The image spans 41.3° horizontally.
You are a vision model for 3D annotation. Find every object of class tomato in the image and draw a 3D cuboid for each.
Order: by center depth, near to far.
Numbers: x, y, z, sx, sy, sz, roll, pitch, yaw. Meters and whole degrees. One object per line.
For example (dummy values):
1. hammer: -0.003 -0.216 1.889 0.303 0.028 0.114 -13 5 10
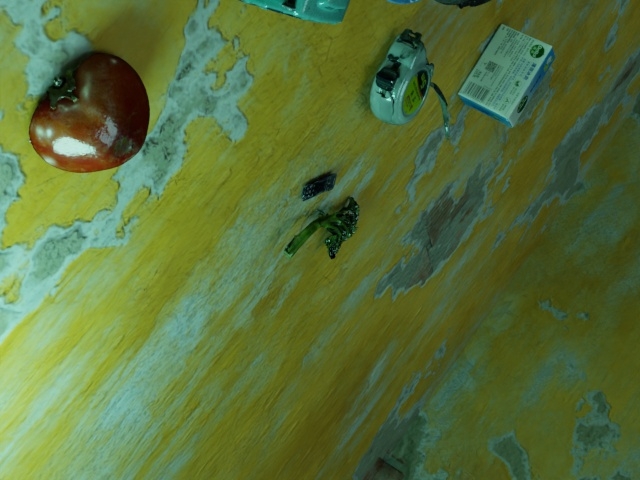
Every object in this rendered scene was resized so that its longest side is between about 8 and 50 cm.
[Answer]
1. tomato: -0.262 -0.144 1.032 0.159 0.091 0.139 -53 156 -14

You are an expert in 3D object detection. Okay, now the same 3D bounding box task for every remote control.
1. remote control: -0.004 -0.105 1.639 0.096 0.014 0.039 -27 142 -45

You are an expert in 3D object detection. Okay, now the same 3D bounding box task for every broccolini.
1. broccolini: -0.004 0.001 1.706 0.271 0.062 0.123 -30 129 -54

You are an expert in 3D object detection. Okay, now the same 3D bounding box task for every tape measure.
1. tape measure: 0.179 -0.269 1.696 0.164 0.084 0.330 -51 153 -8

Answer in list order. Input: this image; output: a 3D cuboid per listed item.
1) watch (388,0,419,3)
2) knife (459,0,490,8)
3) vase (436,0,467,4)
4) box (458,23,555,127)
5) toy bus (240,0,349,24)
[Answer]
1. watch: 0.152 -0.484 1.281 0.274 0.241 0.305 -37 151 -5
2. knife: 0.332 -0.505 1.794 0.170 0.010 0.023 -29 142 -49
3. vase: 0.251 -0.510 1.538 0.120 0.120 0.183 85 29 -53
4. box: 0.430 -0.381 1.964 0.194 0.139 0.073 -58 155 2
5. toy bus: -0.004 -0.416 1.125 0.128 0.147 0.256 -12 129 -55
